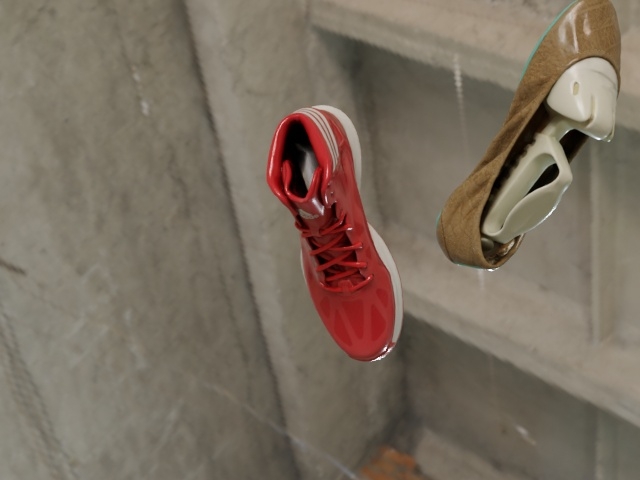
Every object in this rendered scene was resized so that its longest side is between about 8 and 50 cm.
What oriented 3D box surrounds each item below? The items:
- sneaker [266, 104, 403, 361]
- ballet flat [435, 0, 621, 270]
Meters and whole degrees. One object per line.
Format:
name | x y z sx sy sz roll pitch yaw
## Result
sneaker | 0.000 0.000 0.957 0.087 0.128 0.221 -18 -90 18
ballet flat | 0.252 -0.107 1.317 0.116 0.342 0.124 29 10 -31
